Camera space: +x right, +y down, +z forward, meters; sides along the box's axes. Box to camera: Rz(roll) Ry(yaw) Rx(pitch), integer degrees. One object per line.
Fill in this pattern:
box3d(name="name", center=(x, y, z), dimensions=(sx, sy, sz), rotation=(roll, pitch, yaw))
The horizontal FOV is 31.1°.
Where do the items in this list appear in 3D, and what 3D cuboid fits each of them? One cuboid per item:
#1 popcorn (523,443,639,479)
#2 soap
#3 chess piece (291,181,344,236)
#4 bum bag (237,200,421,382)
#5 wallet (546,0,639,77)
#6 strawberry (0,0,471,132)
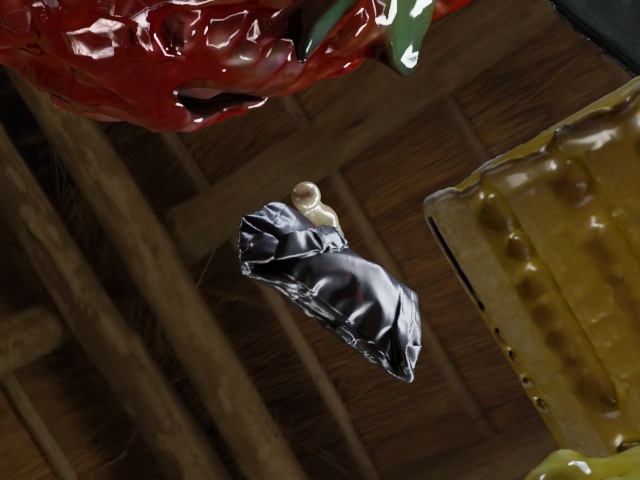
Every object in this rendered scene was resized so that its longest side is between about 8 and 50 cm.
box3d(name="popcorn", center=(0.165, 0.191, 0.456), dimensions=(0.233, 0.192, 0.266), rotation=(43, -95, -22))
box3d(name="soap", center=(0.286, 0.038, 0.939), dimensions=(0.156, 0.293, 0.335), rotation=(-33, -89, -46))
box3d(name="chess piece", center=(0.000, 0.000, 0.684), dimensions=(0.035, 0.092, 0.035), rotation=(-8, -133, 8))
box3d(name="bum bag", center=(0.008, 0.024, 0.599), dimensions=(0.124, 0.034, 0.058), rotation=(39, -134, -22))
box3d(name="wallet", center=(0.387, -0.252, 1.174), dimensions=(0.075, 0.237, 0.342), rotation=(-28, -119, -35))
box3d(name="strawberry", center=(-0.067, -0.188, 0.512), dimensions=(0.292, 0.310, 0.291), rotation=(-9, -76, -39))
